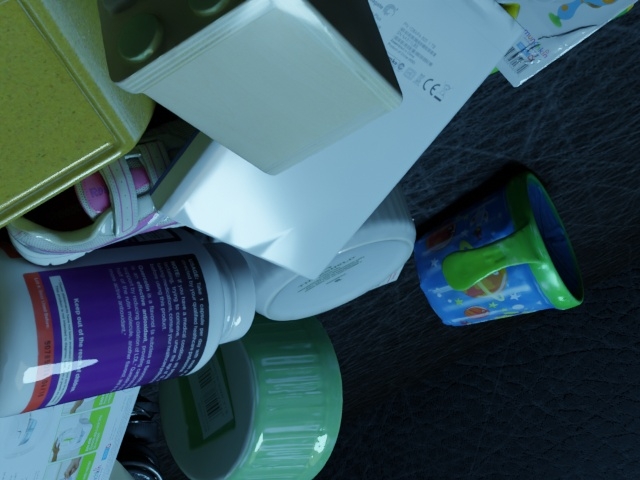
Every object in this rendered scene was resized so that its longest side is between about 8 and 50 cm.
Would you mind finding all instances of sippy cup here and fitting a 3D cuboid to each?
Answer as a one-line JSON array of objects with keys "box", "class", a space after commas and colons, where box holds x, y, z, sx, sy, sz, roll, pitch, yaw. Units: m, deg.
[{"box": [0.286, 0.033, 1.502, 0.224, 0.240, 0.305, -23, 138, 25], "class": "sippy cup"}]

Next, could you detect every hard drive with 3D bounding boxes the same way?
[{"box": [0.020, -0.120, 0.824, 0.210, 0.040, 0.318, 26, 110, -44], "class": "hard drive"}]

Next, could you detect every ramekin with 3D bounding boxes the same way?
[{"box": [-0.121, 0.238, 1.398, 0.148, 0.303, 0.303, 5, 145, -42], "class": "ramekin"}, {"box": [0.000, 0.000, 1.180, 0.273, 0.127, 0.273, -23, 160, -9], "class": "ramekin"}]

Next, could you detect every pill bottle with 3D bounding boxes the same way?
[{"box": [-0.237, 0.079, 1.012, 0.323, 0.181, 0.181, -7, 153, -41], "class": "pill bottle"}]

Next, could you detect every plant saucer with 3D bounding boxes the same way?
[{"box": [-0.280, -0.084, 0.642, 0.333, 0.081, 0.333, -31, 161, -5], "class": "plant saucer"}]

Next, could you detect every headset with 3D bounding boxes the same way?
[{"box": [-0.360, 0.353, 1.524, 0.185, 0.243, 0.394, 4, 135, -18], "class": "headset"}]

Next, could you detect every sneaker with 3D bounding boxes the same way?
[{"box": [-0.181, -0.045, 0.845, 0.252, 0.103, 0.111, -25, -179, -3], "class": "sneaker"}]

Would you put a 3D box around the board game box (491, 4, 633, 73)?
[{"box": [0.234, -0.244, 0.989, 0.259, 0.039, 0.124, -22, 160, -2], "class": "board game box"}]

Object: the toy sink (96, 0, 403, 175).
[{"box": [-0.067, -0.168, 0.609, 0.131, 0.152, 0.234, -27, 151, 20], "class": "toy sink"}]

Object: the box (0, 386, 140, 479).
[{"box": [-0.368, 0.216, 1.150, 0.231, 0.127, 0.262, -7, 130, -42], "class": "box"}]

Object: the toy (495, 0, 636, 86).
[{"box": [0.237, -0.270, 0.857, 0.237, 0.137, 0.056, -37, -161, 27], "class": "toy"}]

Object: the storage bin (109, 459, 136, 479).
[{"box": [-0.449, 0.385, 1.377, 0.260, 0.262, 0.123, -34, -166, 22], "class": "storage bin"}]

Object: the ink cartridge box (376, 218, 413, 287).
[{"box": [0.074, 0.037, 1.458, 0.181, 0.061, 0.104, -21, 160, -15], "class": "ink cartridge box"}]
